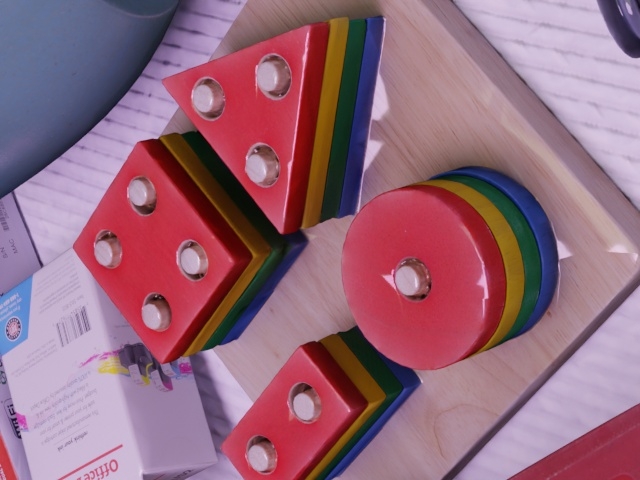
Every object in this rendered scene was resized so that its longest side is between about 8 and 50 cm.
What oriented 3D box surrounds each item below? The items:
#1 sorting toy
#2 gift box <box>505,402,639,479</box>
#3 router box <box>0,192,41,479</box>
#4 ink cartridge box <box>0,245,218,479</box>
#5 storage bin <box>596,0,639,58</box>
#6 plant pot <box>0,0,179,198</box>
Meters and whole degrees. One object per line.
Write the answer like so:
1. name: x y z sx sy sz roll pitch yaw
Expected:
1. sorting toy: 0.000 0.000 0.880 0.257 0.089 0.255 51 128 19
2. gift box: 0.079 0.223 0.727 0.276 0.258 0.255 -26 77 2
3. router box: -0.272 0.155 1.151 0.301 0.082 0.335 -27 83 41
4. ink cartridge box: -0.127 0.102 1.010 0.104 0.062 0.181 -31 69 41
5. storage bin: 0.171 -0.125 0.684 0.091 0.135 0.098 -20 88 32
6. plant pot: -0.216 -0.154 0.907 0.235 0.293 0.293 -24 85 24
